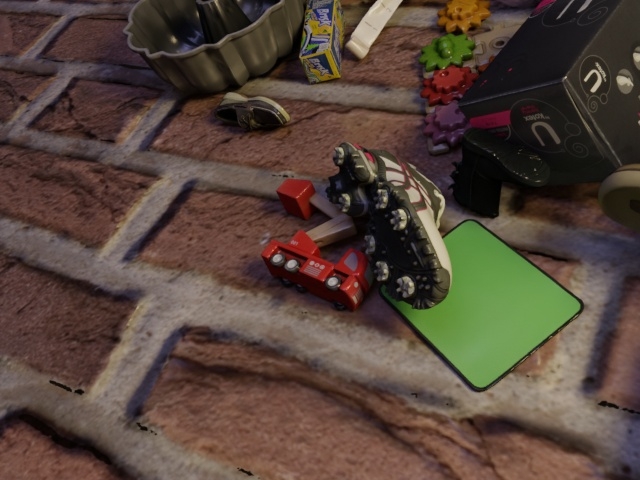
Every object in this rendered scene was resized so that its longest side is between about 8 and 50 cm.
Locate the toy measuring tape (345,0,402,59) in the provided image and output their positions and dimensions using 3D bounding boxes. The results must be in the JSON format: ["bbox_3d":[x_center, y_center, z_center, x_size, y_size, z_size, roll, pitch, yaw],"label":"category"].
[{"bbox_3d":[0.158,-0.434,1.101,0.121,0.121,0.330,28,77,38],"label":"toy measuring tape"}]

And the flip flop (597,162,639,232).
[{"bbox_3d":[0.369,0.012,0.604,0.277,0.112,0.080,27,64,33],"label":"flip flop"}]

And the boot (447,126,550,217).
[{"bbox_3d":[0.204,-0.067,0.805,0.045,0.099,0.121,-34,54,-29],"label":"boot"}]

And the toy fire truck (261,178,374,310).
[{"bbox_3d":[0.000,0.000,0.871,0.192,0.047,0.135,21,60,34],"label":"toy fire truck"}]

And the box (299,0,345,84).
[{"bbox_3d":[0.005,-0.337,1.149,0.054,0.059,0.169,-9,49,18],"label":"box"}]

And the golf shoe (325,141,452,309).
[{"bbox_3d":[0.102,-0.031,0.799,0.120,0.105,0.273,1,37,-22],"label":"golf shoe"}]

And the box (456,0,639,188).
[{"bbox_3d":[0.317,-0.206,0.806,0.270,0.143,0.165,-51,23,-21],"label":"box"}]

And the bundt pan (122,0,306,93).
[{"bbox_3d":[-0.171,-0.380,1.219,0.330,0.124,0.331,-12,48,13],"label":"bundt pan"}]

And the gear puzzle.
[{"bbox_3d":[0.227,-0.268,1.002,0.175,0.044,0.339,-10,48,16],"label":"gear puzzle"}]

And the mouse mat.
[{"bbox_3d":[0.172,0.063,0.770,0.152,0.007,0.190,-36,48,-9],"label":"mouse mat"}]

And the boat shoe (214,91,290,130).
[{"bbox_3d":[-0.109,-0.195,1.086,0.152,0.056,0.049,18,65,45],"label":"boat shoe"}]
